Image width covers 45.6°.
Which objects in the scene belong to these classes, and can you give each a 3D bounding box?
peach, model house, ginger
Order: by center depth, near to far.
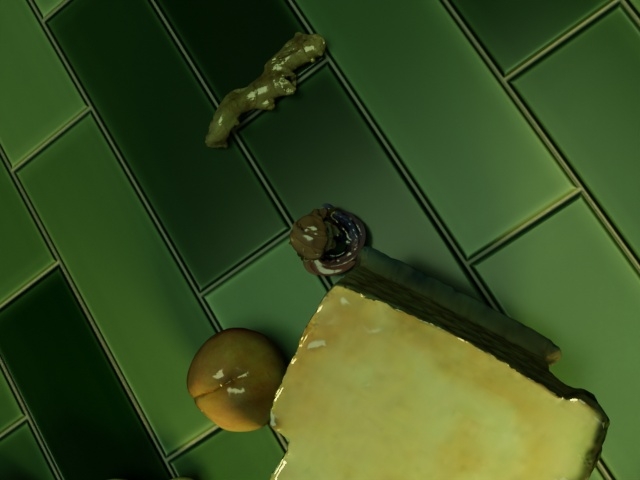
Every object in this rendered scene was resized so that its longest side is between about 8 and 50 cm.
[{"bbox_3d":[0.134,0.283,1.122,0.395,0.400,0.446,24,102,5],"label":"model house"},{"bbox_3d":[-0.138,0.236,1.296,0.184,0.184,0.184,-1,86,17],"label":"peach"},{"bbox_3d":[-0.103,-0.267,1.375,0.288,0.075,0.089,-44,80,6],"label":"ginger"}]

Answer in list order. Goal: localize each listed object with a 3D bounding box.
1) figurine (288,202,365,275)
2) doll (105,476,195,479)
[{"bbox_3d":[-0.006,-0.001,1.291,0.114,0.157,0.126,7,94,39],"label":"figurine"},{"bbox_3d":[-0.321,0.491,1.365,0.296,0.117,0.141,-14,86,16],"label":"doll"}]
